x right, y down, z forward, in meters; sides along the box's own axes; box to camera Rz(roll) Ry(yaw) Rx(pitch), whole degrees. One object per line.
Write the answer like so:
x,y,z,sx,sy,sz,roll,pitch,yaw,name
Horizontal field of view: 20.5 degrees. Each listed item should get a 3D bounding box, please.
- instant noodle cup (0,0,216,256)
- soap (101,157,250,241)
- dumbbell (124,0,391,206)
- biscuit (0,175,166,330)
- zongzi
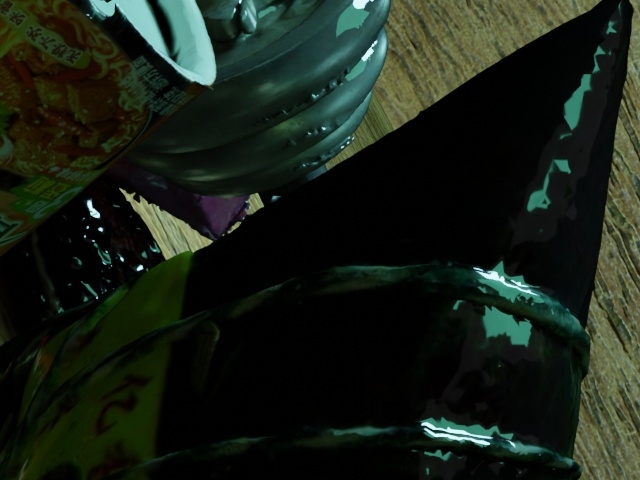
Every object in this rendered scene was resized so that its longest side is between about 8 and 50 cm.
-0.165,-0.094,0.766,0.230,0.182,0.230,58,11,-17,instant noodle cup
-0.113,-0.125,1.120,0.112,0.182,0.289,43,21,-53,soap
0.000,0.000,0.967,0.179,0.179,0.406,-105,172,-57,dumbbell
-0.115,0.039,0.984,0.195,0.053,0.194,60,9,-17,biscuit
0.019,0.094,0.660,0.319,0.362,0.383,27,32,-39,zongzi
